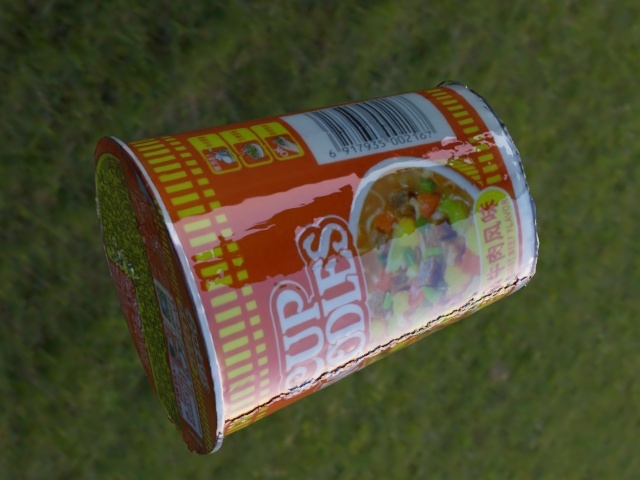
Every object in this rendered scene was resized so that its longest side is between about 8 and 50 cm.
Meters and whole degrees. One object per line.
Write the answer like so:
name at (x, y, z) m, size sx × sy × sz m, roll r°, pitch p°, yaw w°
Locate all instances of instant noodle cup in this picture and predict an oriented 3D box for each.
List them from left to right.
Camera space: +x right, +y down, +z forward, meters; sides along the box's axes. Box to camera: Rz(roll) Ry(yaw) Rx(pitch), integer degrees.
instant noodle cup at (0.000, 0.000, 0.998) m, size 0.212 × 0.193 × 0.193 m, roll -19°, pitch 130°, yaw -18°
